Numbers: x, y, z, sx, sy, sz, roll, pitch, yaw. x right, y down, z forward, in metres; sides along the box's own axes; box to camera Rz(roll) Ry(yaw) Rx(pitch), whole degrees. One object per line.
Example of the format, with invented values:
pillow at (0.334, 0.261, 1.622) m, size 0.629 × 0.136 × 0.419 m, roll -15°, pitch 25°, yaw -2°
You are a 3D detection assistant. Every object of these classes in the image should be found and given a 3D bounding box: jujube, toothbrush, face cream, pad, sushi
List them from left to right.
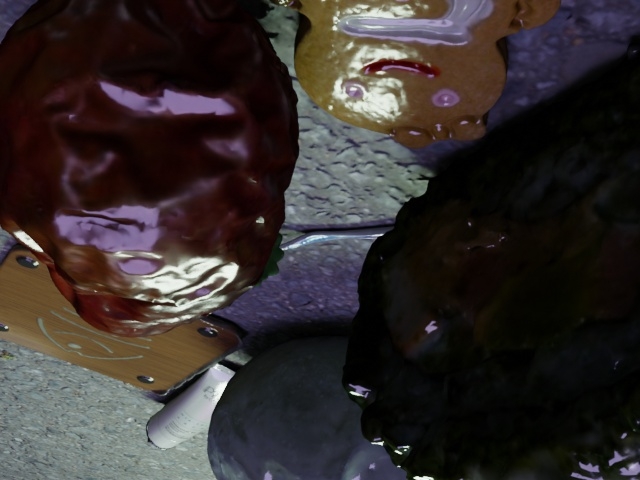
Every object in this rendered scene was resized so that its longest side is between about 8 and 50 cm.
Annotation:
pad at (-0.271, 0.109, 1.071) m, size 0.286 × 0.018 × 0.284 m, roll 26°, pitch 146°, yaw -21°
jujube at (-0.131, -0.038, 0.618) m, size 0.216 × 0.216 × 0.342 m, roll 14°, pitch 157°, yaw -6°
face cream at (-0.164, 0.231, 1.205) m, size 0.092 × 0.058 × 0.244 m, roll 30°, pitch 138°, yaw -21°
toothbrush at (0.000, 0.000, 0.805) m, size 0.162 × 0.017 × 0.014 m, roll -3°, pitch 154°, yaw 22°
sushi at (0.182, 0.055, 0.578) m, size 0.178 × 0.294 × 0.352 m, roll 31°, pitch 146°, yaw -25°

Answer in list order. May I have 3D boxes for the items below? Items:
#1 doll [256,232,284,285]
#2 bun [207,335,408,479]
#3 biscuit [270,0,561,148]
doll at (-0.082, 0.006, 0.809) m, size 0.113 × 0.077 × 0.078 m, roll -7°, pitch 106°, yaw 61°
bun at (0.042, 0.274, 1.010) m, size 0.362 × 0.211 × 0.362 m, roll 6°, pitch 126°, yaw 8°
biscuit at (0.051, -0.140, 0.542) m, size 0.184 × 0.035 × 0.249 m, roll 8°, pitch 150°, yaw 5°
